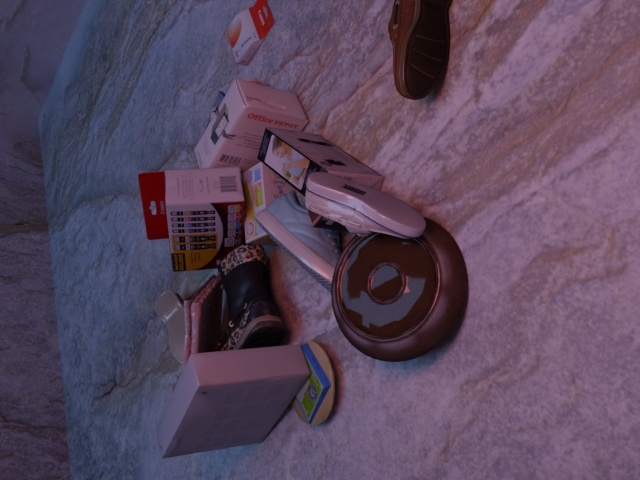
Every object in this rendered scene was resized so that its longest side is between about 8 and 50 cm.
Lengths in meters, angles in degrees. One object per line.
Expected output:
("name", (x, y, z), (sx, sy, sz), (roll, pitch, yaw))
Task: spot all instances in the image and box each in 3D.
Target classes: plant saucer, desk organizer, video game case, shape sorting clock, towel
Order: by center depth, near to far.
("plant saucer", (0.143, 0.089, 1.299), (0.311, 0.050, 0.310), (-10, 72, 32))
("desk organizer", (0.039, -0.057, 1.467), (0.047, 0.130, 0.050), (-49, 48, 39))
("shape sorting clock", (-0.023, 0.351, 1.579), (0.206, 0.040, 0.206), (2, 92, 59))
("towel", (-0.338, 0.280, 1.823), (0.332, 0.054, 0.316), (-71, -14, -80))
("video game case", (-0.331, -0.387, 2.081), (0.119, 0.015, 0.166), (51, 125, 41))

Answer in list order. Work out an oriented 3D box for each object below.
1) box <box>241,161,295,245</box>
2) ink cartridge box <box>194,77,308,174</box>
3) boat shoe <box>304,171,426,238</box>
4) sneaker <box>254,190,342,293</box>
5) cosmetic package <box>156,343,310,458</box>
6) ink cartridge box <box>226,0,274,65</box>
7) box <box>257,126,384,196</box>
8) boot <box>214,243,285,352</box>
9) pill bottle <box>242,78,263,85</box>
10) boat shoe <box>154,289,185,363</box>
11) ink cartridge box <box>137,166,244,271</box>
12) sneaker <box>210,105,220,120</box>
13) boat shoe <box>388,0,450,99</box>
("box", (-0.138, -0.096, 1.724), (0.114, 0.103, 0.202), (-23, 69, 49))
("ink cartridge box", (-0.191, -0.286, 1.735), (0.273, 0.199, 0.114), (-49, 49, 38))
("boat shoe", (0.082, -0.052, 1.294), (0.268, 0.096, 0.088), (23, 122, 18))
("sneaker", (0.000, 0.000, 1.519), (0.150, 0.135, 0.366), (-45, 63, -6))
("cosmetic package", (-0.229, 0.408, 1.608), (0.377, 0.285, 0.097), (-59, 44, 40))
("ink cartridge box", (-0.217, -0.645, 1.934), (0.179, 0.045, 0.145), (-47, 52, 42))
("box", (-0.006, -0.173, 1.510), (0.290, 0.169, 0.087), (41, 121, 45))
("boot", (-0.226, 0.208, 1.785), (0.377, 0.138, 0.284), (-53, 41, 48))
("pill bottle", (-0.200, -0.383, 1.850), (0.086, 0.086, 0.151), (-27, 65, 48))
("boat shoe", (-0.445, 0.295, 2.095), (0.117, 0.097, 0.324), (-43, 49, 3))
("ink cartridge box", (-0.355, -0.051, 1.773), (0.309, 0.272, 0.130), (100, 162, -52))
("sneaker", (-0.283, -0.326, 1.943), (0.106, 0.078, 0.234), (-20, 63, 32))
("boat shoe", (0.199, -0.434, 1.326), (0.105, 0.111, 0.307), (3, 79, 57))
